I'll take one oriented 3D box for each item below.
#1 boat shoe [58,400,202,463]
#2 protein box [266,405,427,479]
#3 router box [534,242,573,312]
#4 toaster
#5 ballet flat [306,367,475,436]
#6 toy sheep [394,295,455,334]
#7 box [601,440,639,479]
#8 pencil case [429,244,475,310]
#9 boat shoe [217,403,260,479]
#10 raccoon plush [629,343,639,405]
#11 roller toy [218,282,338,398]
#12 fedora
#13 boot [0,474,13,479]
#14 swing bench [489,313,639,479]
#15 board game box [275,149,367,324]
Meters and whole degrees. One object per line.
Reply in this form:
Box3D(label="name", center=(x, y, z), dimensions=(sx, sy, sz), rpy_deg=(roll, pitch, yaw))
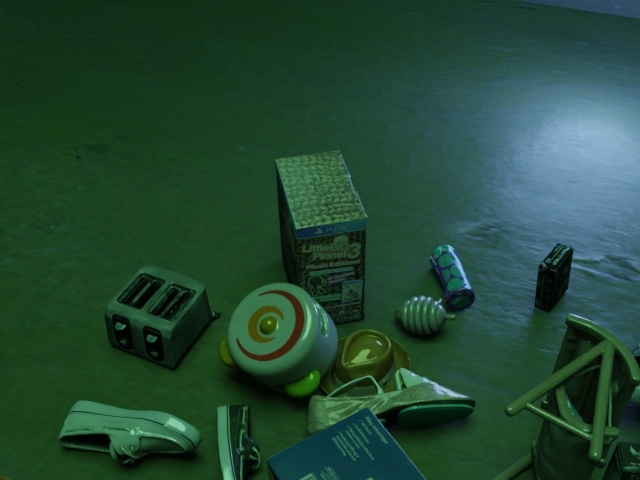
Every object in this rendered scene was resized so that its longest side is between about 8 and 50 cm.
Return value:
Box3D(label="boat shoe", center=(-0.349, 0.357, 1.438), dimensions=(0.268, 0.096, 0.088), rpy_deg=(9, 47, 13))
Box3D(label="protein box", center=(0.048, 0.424, 1.318), dimensions=(0.201, 0.136, 0.200), rpy_deg=(-23, 46, -22))
Box3D(label="router box", center=(0.499, 0.079, 1.702), dimensions=(0.038, 0.122, 0.092), rpy_deg=(24, 48, 32))
Box3D(label="toaster", center=(-0.328, 0.152, 1.653), dimensions=(0.168, 0.110, 0.185), rpy_deg=(18, 45, 19))
Box3D(label="ballet flat", center=(0.127, 0.295, 1.474), dimensions=(0.316, 0.107, 0.106), rpy_deg=(-8, 58, -9))
Box3D(label="toy sheep", center=(0.216, 0.155, 1.655), dimensions=(0.132, 0.091, 0.091), rpy_deg=(-5, 38, 25))
Box3D(label="box", center=(0.581, 0.408, 1.288), dimensions=(0.231, 0.183, 0.056), rpy_deg=(4, 43, 7))
Box3D(label="pencil case", center=(0.287, 0.081, 1.749), dimensions=(0.070, 0.064, 0.151), rpy_deg=(4, 39, -18))
Box3D(label="boat shoe", center=(-0.144, 0.378, 1.419), dimensions=(0.070, 0.077, 0.219), rpy_deg=(-8, 41, -5))
Box3D(label="raccoon plush", center=(0.757, 0.311, 1.428), dimensions=(0.447, 0.216, 0.299), rpy_deg=(16, 32, -6))
Box3D(label="roller toy", center=(-0.077, 0.184, 1.539), dimensions=(0.209, 0.146, 0.191), rpy_deg=(16, 71, 31))
Box3D(label="fedora", center=(0.086, 0.235, 1.571), dimensions=(0.195, 0.079, 0.194), rpy_deg=(-1, 42, 1))
Box3D(label="boot", center=(-0.560, 0.470, 1.335), dimensions=(0.197, 0.072, 0.152), rpy_deg=(20, 42, 19))
Box3D(label="swing bench", center=(0.421, 0.311, 1.348), dimensions=(0.165, 0.253, 0.255), rpy_deg=(26, 49, 27))
Box3D(label="board game box", center=(0.000, 0.000, 1.678), dimensions=(0.141, 0.291, 0.232), rpy_deg=(-9, 42, -8))
